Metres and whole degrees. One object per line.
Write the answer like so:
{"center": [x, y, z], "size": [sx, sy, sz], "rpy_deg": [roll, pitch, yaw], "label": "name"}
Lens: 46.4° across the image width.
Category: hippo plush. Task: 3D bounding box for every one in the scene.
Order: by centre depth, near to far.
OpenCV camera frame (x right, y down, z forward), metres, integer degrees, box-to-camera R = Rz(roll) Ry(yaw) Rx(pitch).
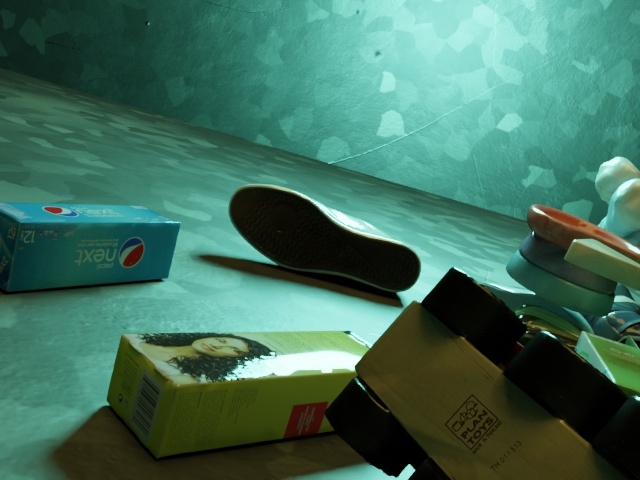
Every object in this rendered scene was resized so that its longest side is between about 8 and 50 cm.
{"center": [0.473, 0.013, 1.244], "size": [0.234, 0.237, 0.294], "rpy_deg": [43, 19, -18], "label": "hippo plush"}

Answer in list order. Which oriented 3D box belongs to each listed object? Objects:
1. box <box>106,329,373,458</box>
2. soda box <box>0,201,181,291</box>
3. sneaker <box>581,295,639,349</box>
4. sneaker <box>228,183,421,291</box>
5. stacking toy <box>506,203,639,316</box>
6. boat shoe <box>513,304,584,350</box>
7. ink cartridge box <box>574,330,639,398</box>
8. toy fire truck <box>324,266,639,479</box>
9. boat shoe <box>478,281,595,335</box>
{"center": [-0.040, 0.112, 0.588], "size": [0.232, 0.058, 0.087], "rpy_deg": [6, 15, -44], "label": "box"}
{"center": [-0.249, 0.003, 0.785], "size": [0.067, 0.071, 0.210], "rpy_deg": [22, 13, 32], "label": "soda box"}
{"center": [0.443, 0.141, 1.059], "size": [0.226, 0.086, 0.163], "rpy_deg": [18, 17, -37], "label": "sneaker"}
{"center": [0.000, 0.000, 1.106], "size": [0.290, 0.105, 0.123], "rpy_deg": [24, 4, -7], "label": "sneaker"}
{"center": [0.353, 0.085, 0.827], "size": [0.309, 0.130, 0.279], "rpy_deg": [24, 15, 9], "label": "stacking toy"}
{"center": [0.309, 0.153, 0.847], "size": [0.224, 0.080, 0.073], "rpy_deg": [28, 40, 19], "label": "boat shoe"}
{"center": [0.253, 0.151, 0.671], "size": [0.062, 0.108, 0.209], "rpy_deg": [18, 12, 7], "label": "ink cartridge box"}
{"center": [0.162, 0.138, 0.430], "size": [0.246, 0.158, 0.217], "rpy_deg": [42, -1, -34], "label": "toy fire truck"}
{"center": [0.300, 0.104, 1.022], "size": [0.076, 0.083, 0.226], "rpy_deg": [8, 13, -30], "label": "boat shoe"}
